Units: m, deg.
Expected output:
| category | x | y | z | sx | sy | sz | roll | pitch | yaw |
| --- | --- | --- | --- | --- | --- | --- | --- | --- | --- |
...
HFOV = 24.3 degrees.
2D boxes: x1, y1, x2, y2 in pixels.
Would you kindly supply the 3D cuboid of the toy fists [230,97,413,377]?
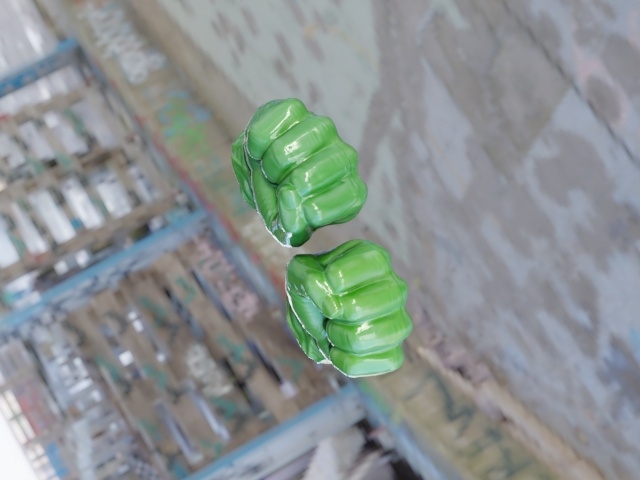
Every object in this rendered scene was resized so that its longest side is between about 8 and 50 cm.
| category | x | y | z | sx | sy | sz | roll | pitch | yaw |
| --- | --- | --- | --- | --- | --- | --- | --- | --- | --- |
| toy fists | 0.000 | 0.000 | 1.403 | 0.142 | 0.096 | 0.279 | -13 | 97 | 62 |
